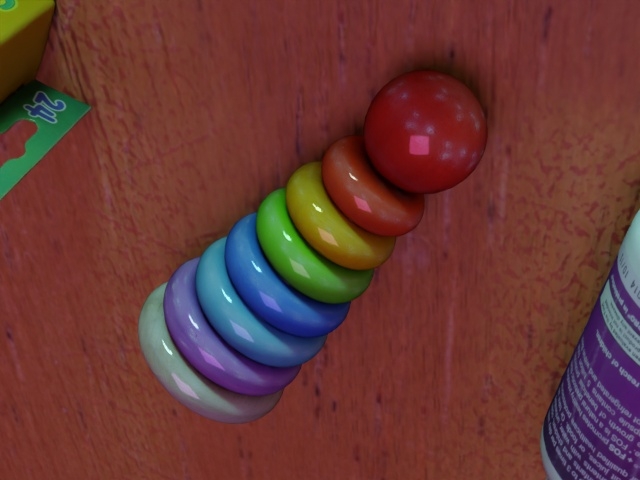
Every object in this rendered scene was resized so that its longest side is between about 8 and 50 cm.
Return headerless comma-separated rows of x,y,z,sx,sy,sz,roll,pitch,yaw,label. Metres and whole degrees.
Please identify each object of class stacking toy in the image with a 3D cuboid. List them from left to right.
0.000,0.000,0.877,0.141,0.141,0.330,39,121,-9,stacking toy

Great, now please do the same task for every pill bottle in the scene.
0.261,0.124,0.844,0.169,0.169,0.302,19,125,6,pill bottle

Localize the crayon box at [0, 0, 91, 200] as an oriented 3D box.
-0.343,-0.157,0.838,0.323,0.203,0.083,26,125,-1,crayon box
